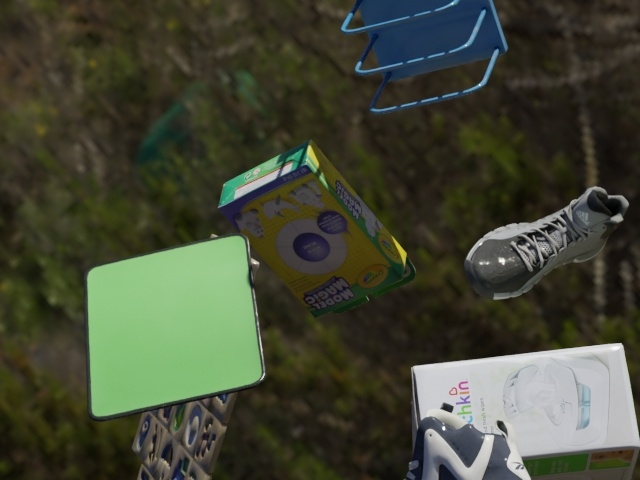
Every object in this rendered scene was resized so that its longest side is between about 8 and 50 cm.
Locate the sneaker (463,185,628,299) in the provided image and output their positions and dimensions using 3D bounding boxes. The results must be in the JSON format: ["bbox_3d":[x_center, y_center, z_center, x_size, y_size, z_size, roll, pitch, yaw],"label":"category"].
[{"bbox_3d":[0.281,-0.012,2.297,0.229,0.086,0.132,-23,-15,-35],"label":"sneaker"}]

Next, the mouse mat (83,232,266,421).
[{"bbox_3d":[-0.127,0.071,1.628,0.153,0.189,0.007,-12,-48,3],"label":"mouse mat"}]

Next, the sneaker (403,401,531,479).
[{"bbox_3d":[0.108,0.245,1.917,0.235,0.153,0.094,-22,-28,35],"label":"sneaker"}]

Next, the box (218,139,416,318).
[{"bbox_3d":[0.000,0.000,1.753,0.105,0.179,0.043,-26,33,27],"label":"box"}]

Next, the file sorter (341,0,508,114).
[{"bbox_3d":[0.075,-0.209,1.661,0.118,0.170,0.104,-11,25,22],"label":"file sorter"}]

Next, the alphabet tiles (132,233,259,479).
[{"bbox_3d":[-0.147,0.171,2.172,0.285,0.011,0.342,-152,78,-69],"label":"alphabet tiles"}]

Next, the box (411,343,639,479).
[{"bbox_3d":[0.218,0.224,2.102,0.231,0.126,0.262,-6,-26,-1],"label":"box"}]
